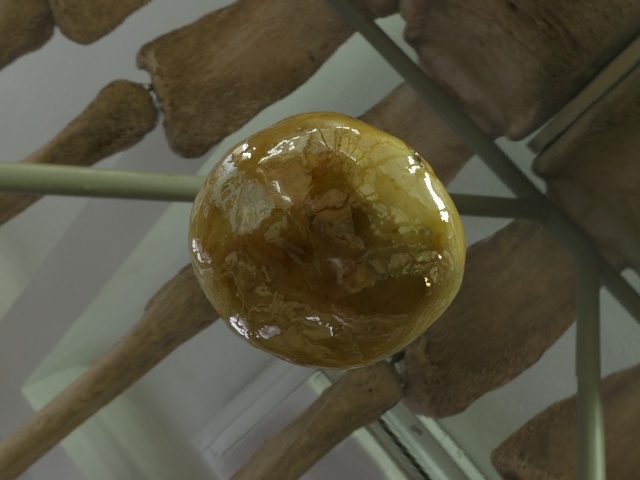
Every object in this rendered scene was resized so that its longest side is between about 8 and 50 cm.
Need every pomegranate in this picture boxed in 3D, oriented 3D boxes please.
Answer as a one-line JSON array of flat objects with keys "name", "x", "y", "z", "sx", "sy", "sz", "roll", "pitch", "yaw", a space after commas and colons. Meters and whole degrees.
[{"name": "pomegranate", "x": 0.005, "y": -0.004, "z": 0.663, "sx": 0.233, "sy": 0.233, "sz": 0.233, "roll": 4, "pitch": -79, "yaw": 24}]
